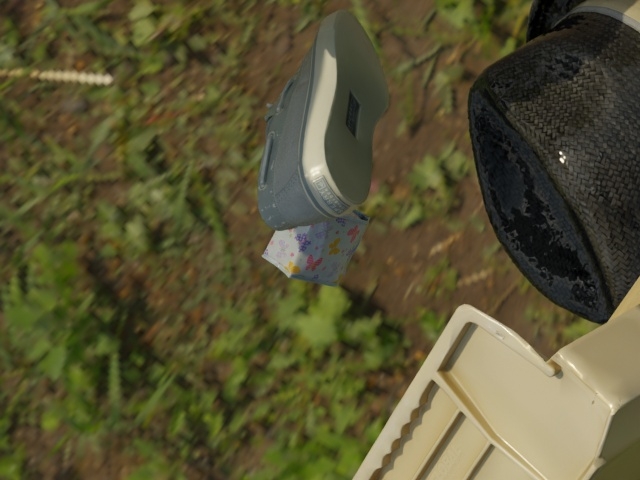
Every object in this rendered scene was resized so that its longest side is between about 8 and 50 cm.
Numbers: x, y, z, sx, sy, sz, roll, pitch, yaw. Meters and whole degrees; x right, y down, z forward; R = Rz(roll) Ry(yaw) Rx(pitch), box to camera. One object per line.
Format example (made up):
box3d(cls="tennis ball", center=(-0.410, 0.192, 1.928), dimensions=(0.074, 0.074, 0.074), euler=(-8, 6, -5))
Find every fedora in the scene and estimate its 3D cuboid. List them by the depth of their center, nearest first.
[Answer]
box3d(cls="fedora", center=(0.221, -0.055, 1.499), dimensions=(0.334, 0.153, 0.334), euler=(44, 147, 39))

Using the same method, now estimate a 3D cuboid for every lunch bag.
box3d(cls="lunch bag", center=(0.000, 0.000, 1.687), dimensions=(0.053, 0.083, 0.071), euler=(37, 107, 41))

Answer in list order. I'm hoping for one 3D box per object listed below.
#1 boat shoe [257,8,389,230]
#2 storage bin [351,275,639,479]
box3d(cls="boat shoe", center=(-0.006, -0.088, 1.382), dimensions=(0.081, 0.227, 0.079), euler=(-23, 120, 23))
box3d(cls="storage bin", center=(0.169, 0.104, 1.216), dimensions=(0.123, 0.262, 0.260), euler=(47, 136, 21))
